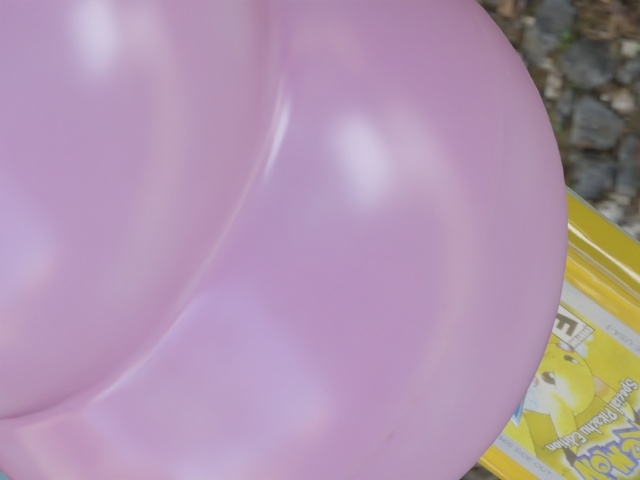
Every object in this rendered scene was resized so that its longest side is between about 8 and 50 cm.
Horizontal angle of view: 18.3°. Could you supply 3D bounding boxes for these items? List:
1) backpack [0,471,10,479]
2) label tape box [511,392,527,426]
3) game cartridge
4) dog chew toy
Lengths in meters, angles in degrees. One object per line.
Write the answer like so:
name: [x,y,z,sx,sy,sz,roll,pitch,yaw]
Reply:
backpack: [-0.235,0.175,1.261,0.144,0.188,0.166,-11,110,26]
label tape box: [0.000,0.000,1.167,0.249,0.348,0.115,37,109,-6]
game cartridge: [0.229,0.132,1.545,0.323,0.053,0.285,38,140,-2]
dog chew toy: [-0.081,-0.031,0.565,0.206,0.332,0.207,-25,52,36]
